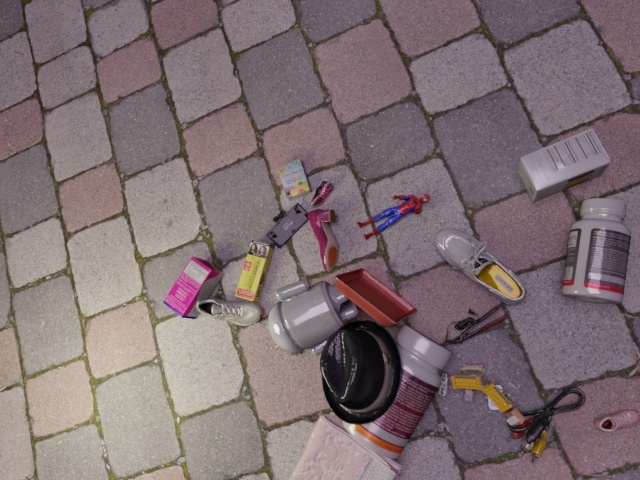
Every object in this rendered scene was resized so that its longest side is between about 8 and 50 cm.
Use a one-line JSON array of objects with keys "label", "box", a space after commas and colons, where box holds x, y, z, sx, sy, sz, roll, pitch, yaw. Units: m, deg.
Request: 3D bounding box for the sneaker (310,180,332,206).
[{"label": "sneaker", "box": [-0.004, -0.184, 2.058, 0.119, 0.047, 0.057, -52, 49, 1]}]

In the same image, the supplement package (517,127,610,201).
[{"label": "supplement package", "box": [0.817, -0.251, 1.778, 0.244, 0.139, 0.134, -22, 73, 11]}]

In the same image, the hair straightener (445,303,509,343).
[{"label": "hair straightener", "box": [0.527, 0.281, 1.813, 0.230, 0.047, 0.089, -33, 72, 12]}]

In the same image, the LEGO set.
[{"label": "LEGO set", "box": [0.543, 0.487, 1.734, 0.287, 0.107, 0.132, 17, 115, 24]}]

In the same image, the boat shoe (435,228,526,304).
[{"label": "boat shoe", "box": [0.539, 0.082, 1.783, 0.136, 0.156, 0.367, -46, 71, 3]}]

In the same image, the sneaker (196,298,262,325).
[{"label": "sneaker", "box": [-0.356, 0.273, 2.021, 0.262, 0.121, 0.099, 1, 80, 16]}]

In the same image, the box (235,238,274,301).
[{"label": "box", "box": [-0.257, 0.118, 2.056, 0.087, 0.058, 0.232, 15, 84, 17]}]

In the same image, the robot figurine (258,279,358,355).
[{"label": "robot figurine", "box": [-0.041, 0.276, 1.887, 0.353, 0.200, 0.300, -28, 105, 10]}]

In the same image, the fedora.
[{"label": "fedora", "box": [0.094, 0.403, 1.663, 0.334, 0.152, 0.334, -17, 59, 32]}]

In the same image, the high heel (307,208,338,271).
[{"label": "high heel", "box": [0.000, 0.000, 2.007, 0.117, 0.082, 0.244, -5, 88, 38]}]

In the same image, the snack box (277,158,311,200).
[{"label": "snack box", "box": [-0.103, -0.243, 2.094, 0.100, 0.037, 0.141, -20, 74, 11]}]

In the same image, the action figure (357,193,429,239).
[{"label": "action figure", "box": [0.268, -0.105, 1.913, 0.280, 0.139, 0.091, -27, 74, 7]}]

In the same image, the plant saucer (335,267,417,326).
[{"label": "plant saucer", "box": [0.188, 0.200, 1.818, 0.258, 0.259, 0.047, 37, 109, 19]}]

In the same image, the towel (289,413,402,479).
[{"label": "towel", "box": [0.072, 0.797, 1.770, 0.317, 0.053, 0.332, 30, 110, 19]}]

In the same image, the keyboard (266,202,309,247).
[{"label": "keyboard", "box": [-0.135, -0.068, 2.078, 0.180, 0.023, 0.108, -45, 77, 3]}]

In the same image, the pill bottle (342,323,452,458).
[{"label": "pill bottle", "box": [0.260, 0.493, 1.747, 0.224, 0.224, 0.392, 30, 89, 19]}]

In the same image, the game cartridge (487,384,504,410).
[{"label": "game cartridge", "box": [0.587, 0.525, 1.756, 0.056, 0.017, 0.083, -6, 78, 19]}]

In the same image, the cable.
[{"label": "cable", "box": [0.721, 0.573, 1.703, 0.287, 0.072, 0.139, -43, 54, -8]}]

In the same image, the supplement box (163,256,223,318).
[{"label": "supplement box", "box": [-0.502, 0.188, 2.085, 0.114, 0.111, 0.220, 33, 89, 20]}]

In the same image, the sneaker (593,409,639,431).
[{"label": "sneaker", "box": [0.922, 0.561, 1.624, 0.134, 0.070, 0.051, -19, 73, 11]}]

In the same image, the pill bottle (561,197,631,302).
[{"label": "pill bottle", "box": [0.887, 0.034, 1.682, 0.176, 0.176, 0.318, 9, 82, 18]}]
